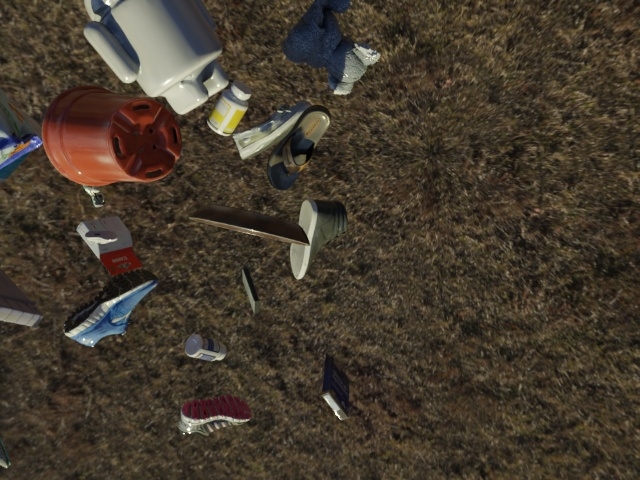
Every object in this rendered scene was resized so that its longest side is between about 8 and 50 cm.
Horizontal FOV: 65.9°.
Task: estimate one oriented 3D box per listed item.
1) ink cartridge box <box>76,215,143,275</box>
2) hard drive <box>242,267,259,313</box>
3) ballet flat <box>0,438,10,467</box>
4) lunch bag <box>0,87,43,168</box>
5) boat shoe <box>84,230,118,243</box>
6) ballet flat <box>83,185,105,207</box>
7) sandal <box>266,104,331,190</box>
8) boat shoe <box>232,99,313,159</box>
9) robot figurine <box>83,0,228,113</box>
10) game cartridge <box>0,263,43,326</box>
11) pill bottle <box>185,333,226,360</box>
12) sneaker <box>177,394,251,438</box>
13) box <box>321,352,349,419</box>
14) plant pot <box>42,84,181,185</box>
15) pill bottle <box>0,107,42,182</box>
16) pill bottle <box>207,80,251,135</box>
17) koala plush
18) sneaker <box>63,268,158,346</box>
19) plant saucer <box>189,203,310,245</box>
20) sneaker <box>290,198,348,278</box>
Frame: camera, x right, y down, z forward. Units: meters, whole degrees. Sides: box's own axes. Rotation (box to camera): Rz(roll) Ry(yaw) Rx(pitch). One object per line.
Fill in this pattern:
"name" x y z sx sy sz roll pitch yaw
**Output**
"ink cartridge box" -0.814 0.014 1.950 0.232 0.189 0.066 48 111 6
"hard drive" -0.243 0.175 1.722 0.022 0.094 0.135 -15 60 -16
"ballet flat" -1.004 0.598 1.490 0.213 0.068 0.072 57 137 19
"lunch bag" -0.739 -0.191 0.802 0.385 0.239 0.328 -36 107 -8
"boat shoe" -0.674 -0.007 1.527 0.100 0.035 0.035 1 144 0
"ballet flat" -0.697 -0.150 1.529 0.041 0.041 0.114 8 139 11
"sandal" -0.045 -0.197 1.097 0.090 0.060 0.219 22 119 -36
"boat shoe" -0.160 -0.375 1.613 0.320 0.118 0.103 -25 96 36
"robot figurine" -0.349 -0.451 1.046 0.200 0.300 0.353 -12 121 42
"game cartridge" -1.012 0.119 1.468 0.355 0.230 0.068 34 81 25
"pill bottle" -0.340 0.323 1.478 0.067 0.120 0.067 -15 62 29
"sneaker" -0.225 0.371 1.029 0.075 0.170 0.063 -54 48 22
"box" 0.059 0.521 1.802 0.036 0.225 0.136 -27 113 16
"plant pot" -0.519 -0.264 1.274 0.265 0.272 0.272 12 103 38
"pill bottle" -0.985 -0.275 1.503 0.146 0.146 0.264 45 95 2
"pill bottle" -0.324 -0.477 1.779 0.103 0.103 0.184 43 120 3
"koala plush" 0.031 -0.497 1.292 0.221 0.203 0.196 39 139 -15
"sneaker" -0.688 0.230 1.673 0.330 0.130 0.147 -39 130 -12
"plant saucer" -0.172 -0.042 1.250 0.311 0.310 0.050 12 88 10
"sneaker" 0.000 0.000 1.502 0.147 0.104 0.295 -6 131 -27
